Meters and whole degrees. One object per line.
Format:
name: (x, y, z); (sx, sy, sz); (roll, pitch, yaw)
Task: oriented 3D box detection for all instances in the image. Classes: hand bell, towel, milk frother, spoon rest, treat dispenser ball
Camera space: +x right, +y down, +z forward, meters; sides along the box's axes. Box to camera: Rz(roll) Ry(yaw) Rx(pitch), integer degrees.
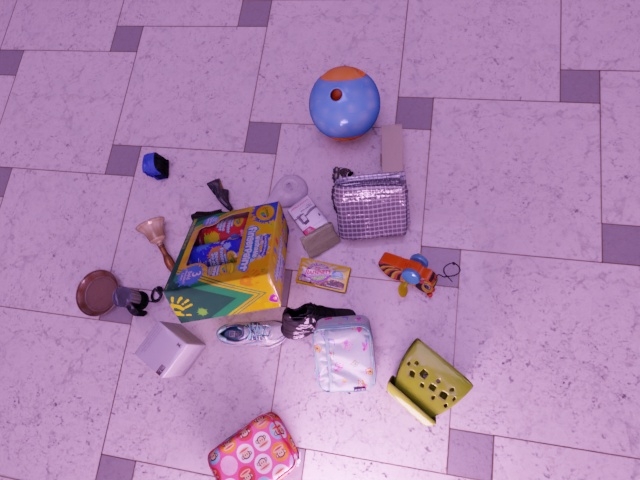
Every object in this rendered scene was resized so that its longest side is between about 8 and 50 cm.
hand bell: (-0.667, 0.034, 1.892); (0.126, 0.126, 0.242); (-27, 86, 1)
towel: (0.000, 0.000, 1.784); (0.148, 0.110, 0.027); (-30, 30, -2)
milk frother: (-0.733, 0.224, 1.820); (0.129, 0.135, 0.143); (33, 83, 15)
towel: (0.199, -0.127, 1.715); (0.283, 0.121, 0.235); (-4, 116, 9)
spoon rest: (-0.182, -0.182, 1.878); (0.276, 0.084, 0.137); (-28, 74, -13)
treat dispenser ball: (0.097, -0.548, 1.808); (0.288, 0.288, 0.288); (-2, 75, 9)

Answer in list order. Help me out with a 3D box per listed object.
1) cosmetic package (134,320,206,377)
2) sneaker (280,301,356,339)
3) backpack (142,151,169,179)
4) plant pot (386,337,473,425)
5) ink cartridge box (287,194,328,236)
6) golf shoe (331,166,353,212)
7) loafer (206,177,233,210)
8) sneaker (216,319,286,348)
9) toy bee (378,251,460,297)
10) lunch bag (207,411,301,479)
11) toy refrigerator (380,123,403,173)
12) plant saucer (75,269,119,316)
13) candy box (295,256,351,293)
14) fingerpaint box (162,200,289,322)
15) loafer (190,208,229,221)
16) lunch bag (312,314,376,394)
cosmetic package: (-0.568, 0.416, 1.718); (0.151, 0.184, 0.151); (34, 83, 16)
sneaker: (-0.007, 0.288, 1.662); (0.286, 0.130, 0.109); (-8, 38, -8)
backpack: (-0.732, -0.324, 1.971); (0.101, 0.120, 0.098); (-12, 75, 6)
plant pot: (0.357, 0.485, 1.535); (0.228, 0.227, 0.207); (40, 91, 16)
ink cartridge box: (-0.049, -0.093, 1.829); (0.109, 0.063, 0.150); (-37, 74, -1)
golf shoe: (0.092, -0.208, 1.831); (0.093, 0.077, 0.198); (1, 77, 9)
loafer: (-0.418, -0.199, 1.920); (0.061, 0.062, 0.170); (-37, 74, -7)
sneaker: (-0.261, 0.359, 1.713); (0.282, 0.122, 0.110); (-7, 74, 4)
toy bee: (0.361, 0.145, 1.666); (0.195, 0.162, 0.298); (-36, 41, -17)
lunch bag: (-0.226, 0.790, 1.598); (0.293, 0.120, 0.258); (-34, 73, -1)
toy refrigerator: (0.286, -0.323, 1.816); (0.094, 0.102, 0.270); (-2, 76, 9)
plant saucer: (-0.937, 0.224, 1.905); (0.198, 0.036, 0.199); (-2, 75, 9)
candy box: (0.011, 0.137, 1.779); (0.205, 0.027, 0.105); (11, 74, 12)
fingerpaint box: (-0.322, 0.062, 1.656); (0.370, 0.163, 0.445); (-10, 36, 9)
loafer: (-0.437, -0.091, 1.895); (0.219, 0.080, 0.078); (8, 46, 10)
lunch bag: (0.081, 0.412, 1.600); (0.223, 0.108, 0.279); (-5, 105, 4)
